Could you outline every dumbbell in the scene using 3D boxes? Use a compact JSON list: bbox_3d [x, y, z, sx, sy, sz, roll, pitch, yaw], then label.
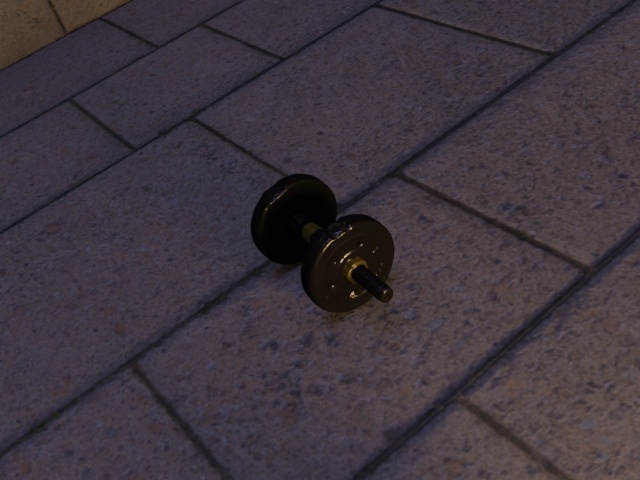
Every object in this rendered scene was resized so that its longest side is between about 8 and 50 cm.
[{"bbox_3d":[0.000,0.000,1.080,0.143,0.143,0.325,-33,42,-16],"label":"dumbbell"}]
